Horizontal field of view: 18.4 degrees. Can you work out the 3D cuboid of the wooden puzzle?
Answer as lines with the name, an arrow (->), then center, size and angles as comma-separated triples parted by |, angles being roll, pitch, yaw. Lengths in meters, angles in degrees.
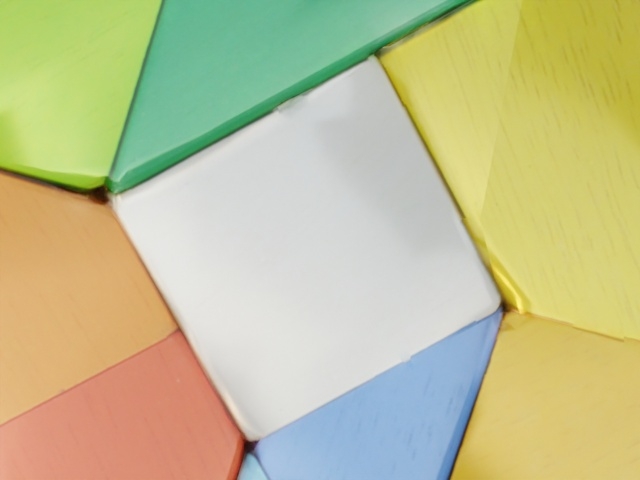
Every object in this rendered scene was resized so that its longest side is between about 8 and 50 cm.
wooden puzzle -> 0.000, 0.000, 0.355 | 0.221, 0.239, 0.044 | -29, 21, 0
